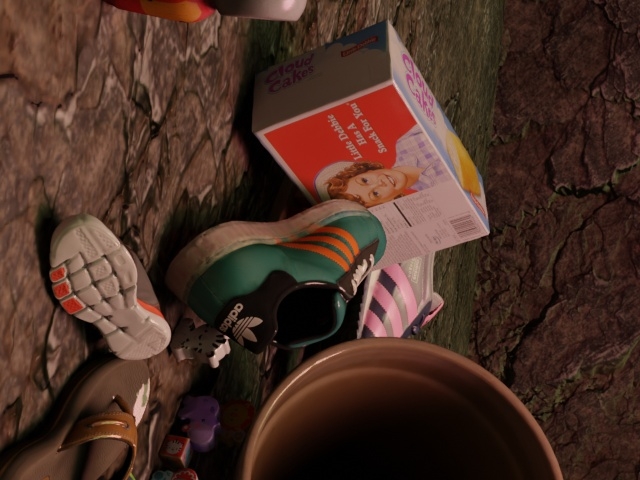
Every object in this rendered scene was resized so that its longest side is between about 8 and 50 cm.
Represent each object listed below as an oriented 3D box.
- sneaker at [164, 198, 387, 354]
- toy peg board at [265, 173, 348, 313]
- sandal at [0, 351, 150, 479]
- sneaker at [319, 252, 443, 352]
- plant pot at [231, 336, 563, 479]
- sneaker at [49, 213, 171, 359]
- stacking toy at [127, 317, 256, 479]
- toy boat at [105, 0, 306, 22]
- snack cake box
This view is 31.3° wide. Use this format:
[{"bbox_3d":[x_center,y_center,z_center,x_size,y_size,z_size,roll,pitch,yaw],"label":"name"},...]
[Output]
[{"bbox_3d":[-0.012,0.043,1.077,0.302,0.121,0.108,-14,145,-55],"label":"sneaker"},{"bbox_3d":[0.000,0.000,1.320,0.161,0.079,0.161,80,23,-48],"label":"toy peg board"},{"bbox_3d":[-0.168,0.153,0.817,0.219,0.060,0.090,-44,139,-66],"label":"sandal"},{"bbox_3d":[0.083,0.099,1.369,0.112,0.131,0.319,-6,-113,68],"label":"sneaker"},{"bbox_3d":[0.048,0.296,1.163,0.280,0.323,0.323,120,-12,-59],"label":"plant pot"},{"bbox_3d":[-0.158,0.025,0.837,0.158,0.061,0.065,74,-1,-50],"label":"sneaker"},{"bbox_3d":[-0.119,0.201,1.034,0.167,0.052,0.221,79,25,-49],"label":"stacking toy"},{"bbox_3d":[-0.048,-0.275,0.883,0.267,0.148,0.318,79,23,-50],"label":"toy boat"},{"bbox_3d":[0.058,-0.088,1.190,0.264,0.152,0.089,51,29,-45],"label":"snack cake box"}]
